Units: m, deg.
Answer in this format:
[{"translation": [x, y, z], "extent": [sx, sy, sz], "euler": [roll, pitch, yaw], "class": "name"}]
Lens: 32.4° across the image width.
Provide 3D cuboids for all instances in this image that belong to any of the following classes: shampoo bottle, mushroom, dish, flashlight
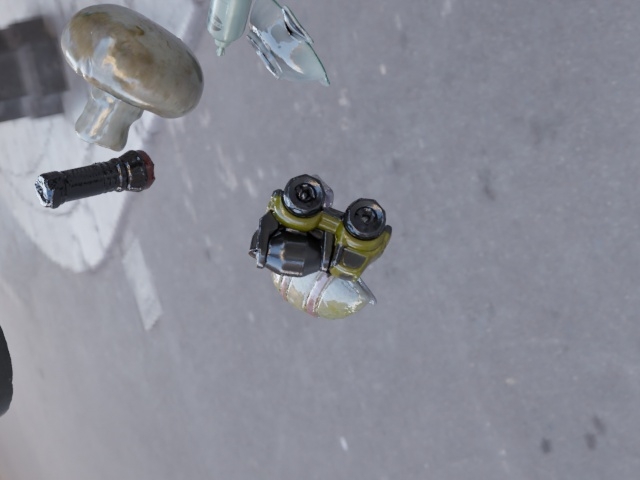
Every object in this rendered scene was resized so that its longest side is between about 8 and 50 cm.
[{"translation": [-0.125, -0.310, 1.501], "extent": [0.056, 0.056, 0.195], "euler": [65, 158, 21], "class": "shampoo bottle"}, {"translation": [-0.317, -0.251, 1.763], "extent": [0.243, 0.243, 0.243], "euler": [45, 144, 48], "class": "mushroom"}, {"translation": [-0.075, -0.356, 2.008], "extent": [0.224, 0.078, 0.246], "euler": [53, 177, -4], "class": "dish"}, {"translation": [-0.442, -0.120, 2.151], "extent": [0.093, 0.232, 0.093], "euler": [27, 124, 49], "class": "flashlight"}]

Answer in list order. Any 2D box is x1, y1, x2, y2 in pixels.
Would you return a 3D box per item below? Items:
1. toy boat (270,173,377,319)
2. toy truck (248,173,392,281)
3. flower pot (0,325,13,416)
[{"translation": [-0.030, 0.039, 2.269], "extent": [0.276, 0.111, 0.293], "euler": [-34, 66, 48], "class": "toy boat"}, {"translation": [0.000, 0.000, 1.879], "extent": [0.147, 0.224, 0.165], "euler": [120, 169, -71], "class": "toy truck"}, {"translation": [-0.477, 0.157, 1.327], "extent": [0.269, 0.166, 0.269], "euler": [14, 108, 51], "class": "flower pot"}]
